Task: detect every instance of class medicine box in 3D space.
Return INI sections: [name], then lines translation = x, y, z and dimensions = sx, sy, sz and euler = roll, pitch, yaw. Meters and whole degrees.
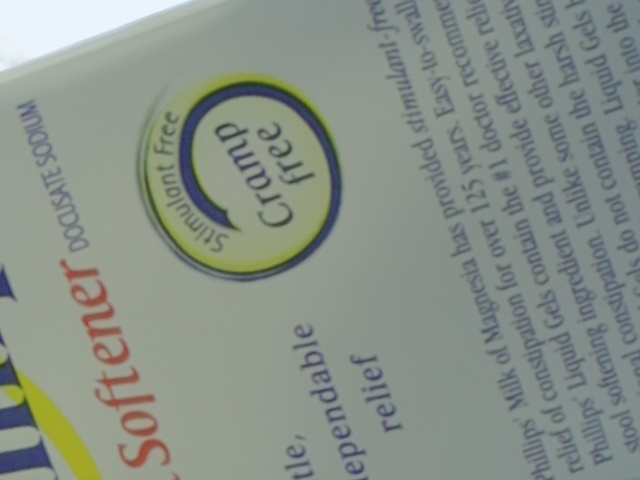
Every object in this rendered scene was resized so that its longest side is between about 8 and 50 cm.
[medicine box]
translation = 0.000, 0.000, 0.460
dimensions = 0.263, 0.289, 0.149
euler = -63, 132, -85
